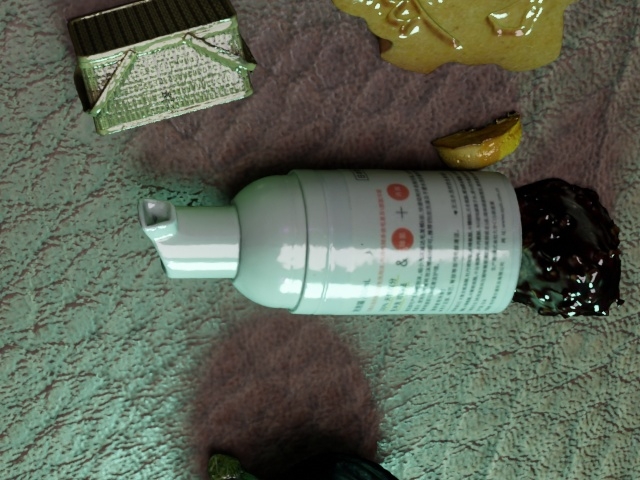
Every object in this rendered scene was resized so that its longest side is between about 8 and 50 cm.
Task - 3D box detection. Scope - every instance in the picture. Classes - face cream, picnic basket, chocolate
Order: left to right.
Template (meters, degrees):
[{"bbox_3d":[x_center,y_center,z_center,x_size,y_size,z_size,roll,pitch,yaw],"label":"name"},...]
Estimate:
[{"bbox_3d":[-0.146,-0.168,1.607,0.164,0.115,0.079,-16,117,-6],"label":"picnic basket"},{"bbox_3d":[0.000,0.000,1.716,0.369,0.145,0.145,1,116,-13],"label":"face cream"},{"bbox_3d":[0.252,0.025,1.797,0.156,0.133,0.156,-6,115,-12],"label":"chocolate"}]

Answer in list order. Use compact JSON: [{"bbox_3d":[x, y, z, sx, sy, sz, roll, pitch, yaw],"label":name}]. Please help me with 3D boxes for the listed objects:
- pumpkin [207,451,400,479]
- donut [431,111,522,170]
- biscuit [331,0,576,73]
[{"bbox_3d":[-0.025,0.312,1.842,0.248,0.248,0.248,-6,117,-11],"label":"pumpkin"},{"bbox_3d":[0.163,-0.098,1.771,0.083,0.067,0.038,-35,117,-32],"label":"donut"},{"bbox_3d":[0.161,-0.258,1.607,0.283,0.043,0.306,13,137,-32],"label":"biscuit"}]
